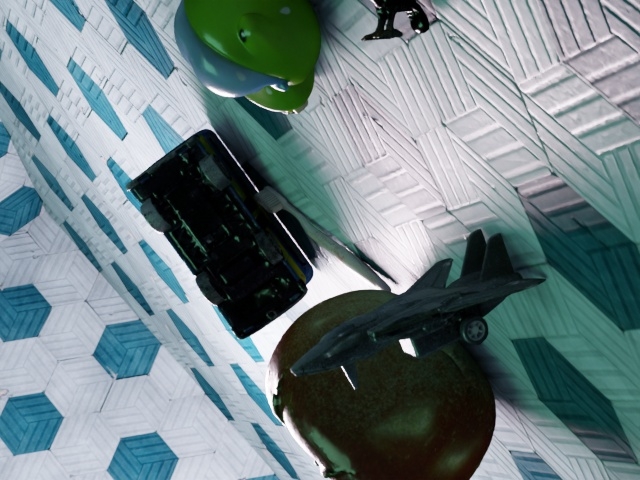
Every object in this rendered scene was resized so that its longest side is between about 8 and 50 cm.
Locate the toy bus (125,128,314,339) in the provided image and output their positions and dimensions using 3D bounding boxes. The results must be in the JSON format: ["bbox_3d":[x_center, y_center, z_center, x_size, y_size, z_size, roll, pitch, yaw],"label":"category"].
[{"bbox_3d":[-0.144,-0.011,2.192,0.288,0.138,0.175,54,-173,-5],"label":"toy bus"}]

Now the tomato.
[{"bbox_3d":[0.084,0.208,1.900,0.303,0.239,0.303,47,176,4],"label":"tomato"}]

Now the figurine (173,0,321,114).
[{"bbox_3d":[-0.070,-0.216,1.613,0.162,0.143,0.263,55,-177,18],"label":"figurine"}]

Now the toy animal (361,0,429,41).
[{"bbox_3d":[0.057,-0.233,1.343,0.220,0.062,0.108,-173,66,-71],"label":"toy animal"}]

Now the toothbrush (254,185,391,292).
[{"bbox_3d":[0.000,0.000,2.078,0.307,0.029,0.025,39,152,42],"label":"toothbrush"}]

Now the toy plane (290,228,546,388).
[{"bbox_3d":[0.093,0.090,1.543,0.088,0.267,0.212,63,163,-16],"label":"toy plane"}]
